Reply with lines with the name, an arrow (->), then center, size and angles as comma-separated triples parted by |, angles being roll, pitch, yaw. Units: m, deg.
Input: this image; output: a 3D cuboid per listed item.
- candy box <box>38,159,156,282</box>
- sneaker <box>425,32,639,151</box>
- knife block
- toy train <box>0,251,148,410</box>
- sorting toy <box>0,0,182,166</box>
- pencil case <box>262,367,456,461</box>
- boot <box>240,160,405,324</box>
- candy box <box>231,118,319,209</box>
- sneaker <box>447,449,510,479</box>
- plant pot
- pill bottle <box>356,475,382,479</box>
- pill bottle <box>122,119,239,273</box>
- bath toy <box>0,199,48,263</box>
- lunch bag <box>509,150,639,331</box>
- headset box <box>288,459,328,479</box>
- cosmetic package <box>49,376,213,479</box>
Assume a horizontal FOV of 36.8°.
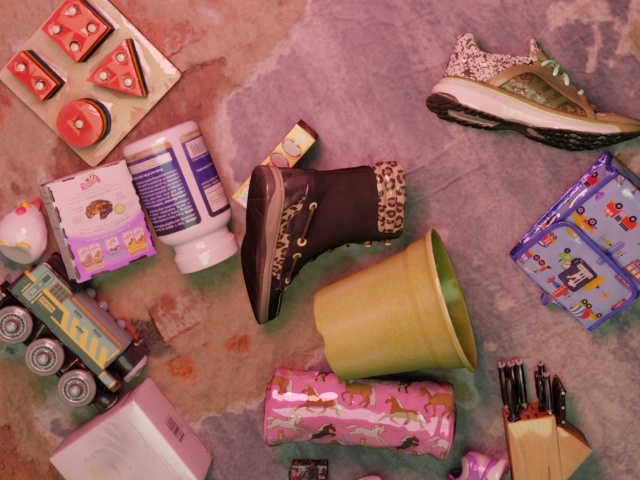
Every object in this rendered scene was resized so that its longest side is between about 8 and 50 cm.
candy box -> -0.427, -0.040, 1.849 | 0.164, 0.070, 0.196 | -21, 103, -28
sneaker -> 0.408, -0.282, 1.765 | 0.410, 0.158, 0.182 | 13, 85, -5
knife block -> 0.404, 0.385, 1.929 | 0.242, 0.088, 0.276 | 36, 102, -4
toy train -> -0.499, 0.182, 1.912 | 0.190, 0.142, 0.334 | -43, 97, 1
sorting toy -> -0.443, -0.311, 1.819 | 0.255, 0.089, 0.257 | 45, 101, -7
pencil case -> 0.081, 0.344, 1.901 | 0.385, 0.167, 0.160 | 4, 83, 3
boot -> 0.000, 0.000, 1.821 | 0.284, 0.138, 0.378 | -9, 133, -18
candy box -> -0.084, -0.142, 1.827 | 0.053, 0.109, 0.187 | 40, 102, -5
sneaker -> 0.299, 0.523, 1.968 | 0.104, 0.095, 0.237 | 27, 115, 20
plant pot -> 0.133, 0.146, 1.809 | 0.253, 0.276, 0.276 | -18, 101, 13
pill bottle -> 0.122, 0.592, 1.978 | 0.108, 0.108, 0.194 | -28, 100, 8
pill bottle -> -0.258, -0.081, 1.827 | 0.153, 0.153, 0.265 | -19, 100, 7
bath toy -> -0.696, -0.051, 1.878 | 0.348, 0.129, 0.151 | 10, 147, 3
lunch bag -> 0.524, 0.017, 1.838 | 0.221, 0.138, 0.293 | 40, 114, -7
headset box -> -0.026, 0.490, 2.002 | 0.083, 0.032, 0.062 | -1, 102, 4
cosmetic package -> -0.382, 0.445, 1.959 | 0.224, 0.138, 0.224 | -35, 98, 11
